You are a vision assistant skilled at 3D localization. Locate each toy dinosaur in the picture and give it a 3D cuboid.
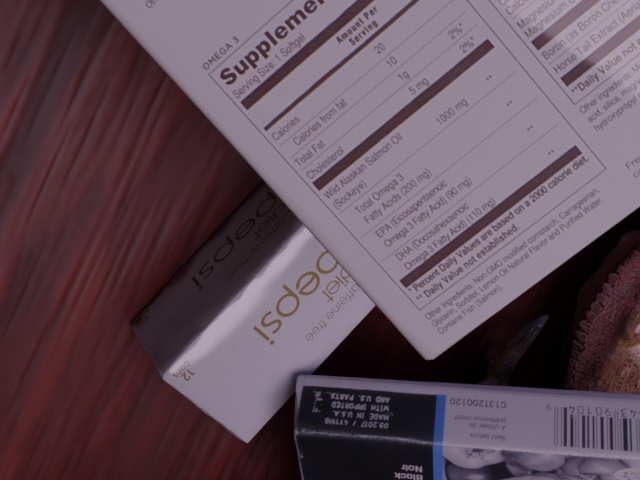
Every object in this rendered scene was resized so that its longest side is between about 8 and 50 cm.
[{"bbox_3d":[0.189,0.063,0.712,0.200,0.127,0.296,26,92,-22],"label":"toy dinosaur"}]

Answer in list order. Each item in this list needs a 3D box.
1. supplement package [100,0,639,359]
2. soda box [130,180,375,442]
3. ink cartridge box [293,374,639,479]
[{"bbox_3d":[0.032,-0.139,0.448,0.198,0.199,0.263,-39,102,16],"label":"supplement package"},{"bbox_3d":[0.000,0.000,0.628,0.216,0.074,0.069,-47,119,-1],"label":"soda box"},{"bbox_3d":[0.096,0.155,0.648,0.206,0.045,0.208,2,140,9],"label":"ink cartridge box"}]
